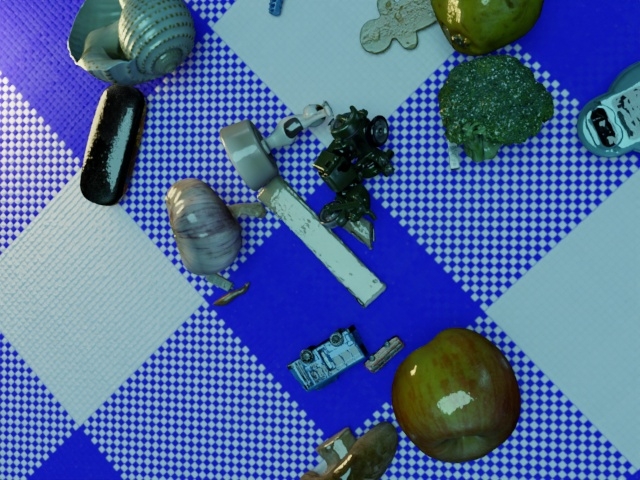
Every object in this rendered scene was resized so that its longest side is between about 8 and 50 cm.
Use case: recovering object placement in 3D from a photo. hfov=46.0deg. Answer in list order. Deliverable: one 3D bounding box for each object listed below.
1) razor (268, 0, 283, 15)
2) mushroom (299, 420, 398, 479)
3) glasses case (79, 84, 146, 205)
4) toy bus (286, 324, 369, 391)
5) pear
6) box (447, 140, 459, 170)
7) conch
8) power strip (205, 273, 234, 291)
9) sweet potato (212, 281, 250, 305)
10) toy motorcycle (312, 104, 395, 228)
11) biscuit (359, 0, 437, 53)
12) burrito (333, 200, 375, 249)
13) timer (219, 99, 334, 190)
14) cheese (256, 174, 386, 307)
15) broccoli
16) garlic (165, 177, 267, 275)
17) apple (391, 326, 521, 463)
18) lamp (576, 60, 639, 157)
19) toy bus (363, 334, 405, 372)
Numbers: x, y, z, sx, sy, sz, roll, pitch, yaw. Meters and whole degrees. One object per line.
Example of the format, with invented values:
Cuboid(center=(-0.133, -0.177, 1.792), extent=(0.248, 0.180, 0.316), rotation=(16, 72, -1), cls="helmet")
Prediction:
Cuboid(center=(-0.085, -0.691, 1.891), extent=(0.082, 0.042, 0.253), rotation=(20, 97, 54), cls="razor")
Cuboid(center=(0.063, 0.548, 1.803), extent=(0.285, 0.151, 0.156), rotation=(-38, 84, 10), cls="mushroom")
Cuboid(center=(-0.541, -0.249, 1.966), extent=(0.122, 0.082, 0.321), rotation=(15, 92, 10), cls="glasses case")
Cuboid(center=(0.019, 0.291, 1.843), extent=(0.184, 0.090, 0.106), rotation=(-32, 86, 10), cls="toy bus")
Cuboid(center=(0.380, -0.567, 1.678), extent=(0.269, 0.269, 0.321), rotation=(20, 72, 11), cls="pear")
Cuboid(center=(0.316, -0.211, 1.798), extent=(0.024, 0.054, 0.083), rotation=(-7, 88, 8), cls="box")
Cuboid(center=(-0.465, -0.512, 1.890), extent=(0.303, 0.215, 0.319), rotation=(-36, 51, 4), cls="conch")
Cuboid(center=(-0.259, 0.105, 1.940), extent=(0.083, 0.017, 0.027), rotation=(27, 97, 12), cls="power strip")
Cuboid(center=(-0.226, 0.142, 1.929), extent=(0.115, 0.026, 0.026), rotation=(-29, 84, 9), cls="sweet potato")
Cuboid(center=(0.071, -0.170, 1.764), extent=(0.127, 0.205, 0.275), rotation=(15, 65, 44), cls="toy motorcycle")
Cuboid(center=(0.200, -0.539, 1.835), extent=(0.234, 0.030, 0.153), rotation=(-34, 82, 10), cls="biscuit")
Cuboid(center=(0.083, -0.042, 1.854), extent=(0.149, 0.041, 0.055), rotation=(40, 111, 6), cls="burrito")
Cuboid(center=(-0.090, -0.258, 1.832), extent=(0.266, 0.175, 0.175), rotation=(-29, 84, 6), cls="timer")
Cuboid(center=(0.001, -0.001, 1.878), extent=(0.085, 0.034, 0.400), rotation=(-45, 82, 4), cls="cheese")
Cuboid(center=(0.386, -0.300, 1.707), extent=(0.261, 0.269, 0.242), rotation=(-8, 124, -9), cls="broccoli")
Cuboid(center=(-0.246, -0.046, 1.858), extent=(0.253, 0.245, 0.245), rotation=(-18, 86, -20), cls="garlic")
Cuboid(center=(0.302, 0.337, 1.697), extent=(0.301, 0.301, 0.302), rotation=(0, 90, 12), cls="apple")
Cuboid(center=(0.712, -0.284, 1.664), extent=(0.284, 0.147, 0.209), rotation=(-23, 83, 3), cls="lamp")
Cuboid(center=(0.156, 0.278, 1.844), extent=(0.110, 0.031, 0.043), rotation=(-44, 88, 8), cls="toy bus")
